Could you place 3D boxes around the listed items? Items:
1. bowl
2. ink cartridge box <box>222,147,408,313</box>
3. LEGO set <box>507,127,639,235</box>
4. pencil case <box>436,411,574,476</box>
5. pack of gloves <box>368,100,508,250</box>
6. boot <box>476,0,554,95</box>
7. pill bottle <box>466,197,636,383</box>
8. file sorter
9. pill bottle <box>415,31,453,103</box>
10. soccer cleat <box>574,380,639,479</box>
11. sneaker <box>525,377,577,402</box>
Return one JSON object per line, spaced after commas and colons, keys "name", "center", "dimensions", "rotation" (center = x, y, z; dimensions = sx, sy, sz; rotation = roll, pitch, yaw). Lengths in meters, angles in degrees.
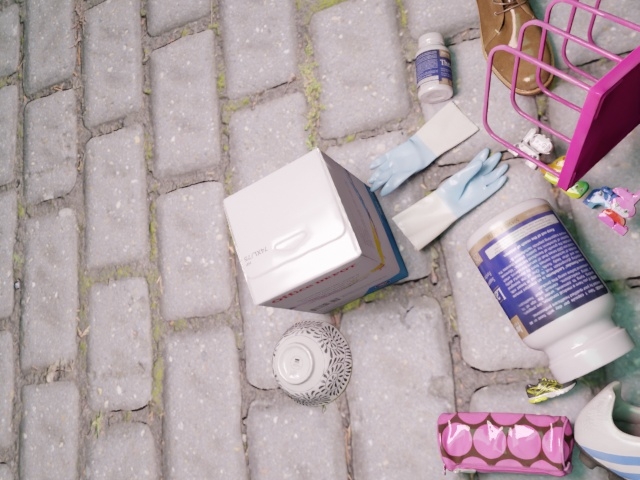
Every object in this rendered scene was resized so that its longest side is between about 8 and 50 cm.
{"name": "bowl", "center": [-0.033, 0.234, 1.084], "dimensions": [0.170, 0.080, 0.170], "rotation": [-5, 78, 24]}
{"name": "ink cartridge box", "center": [0.000, 0.000, 1.005], "dimensions": [0.198, 0.270, 0.197], "rotation": [-26, 71, 17]}
{"name": "LEGO set", "center": [0.436, -0.117, 0.929], "dimensions": [0.227, 0.087, 0.093], "rotation": [45, 115, 24]}
{"name": "pencil case", "center": [0.297, 0.331, 0.913], "dimensions": [0.209, 0.095, 0.098], "rotation": [-9, 42, 25]}
{"name": "pack of gloves", "center": [0.210, -0.129, 1.041], "dimensions": [0.232, 0.046, 0.195], "rotation": [-38, 70, 4]}
{"name": "boot", "center": [0.333, -0.405, 1.017], "dimensions": [0.112, 0.115, 0.305], "rotation": [-20, 74, 18]}
{"name": "pill bottle", "center": [0.360, 0.078, 0.894], "dimensions": [0.153, 0.153, 0.265], "rotation": [-33, 68, 16]}
{"name": "file sorter", "center": [0.410, -0.266, 0.857], "dimensions": [0.290, 0.202, 0.182], "rotation": [-39, 60, -14]}
{"name": "pill bottle", "center": [0.216, -0.330, 1.081], "dimensions": [0.067, 0.067, 0.120], "rotation": [-7, 78, 23]}
{"name": "soccer cleat", "center": [0.526, 0.318, 0.778], "dimensions": [0.331, 0.116, 0.143], "rotation": [26, 117, 25]}
{"name": "sneaker", "center": [0.375, 0.238, 0.925], "dimensions": [0.083, 0.031, 0.035], "rotation": [-28, 70, 17]}
